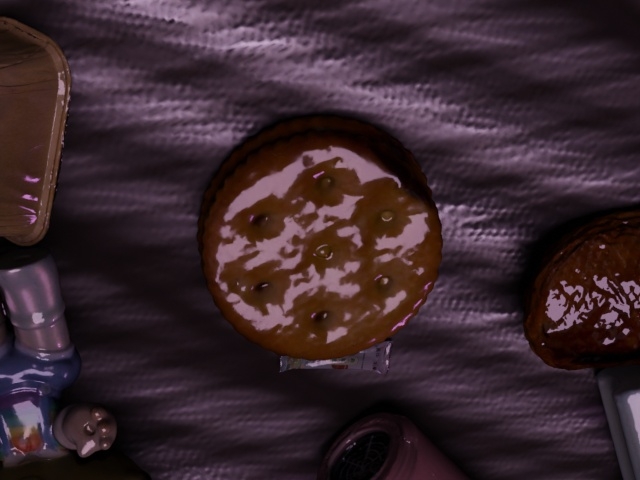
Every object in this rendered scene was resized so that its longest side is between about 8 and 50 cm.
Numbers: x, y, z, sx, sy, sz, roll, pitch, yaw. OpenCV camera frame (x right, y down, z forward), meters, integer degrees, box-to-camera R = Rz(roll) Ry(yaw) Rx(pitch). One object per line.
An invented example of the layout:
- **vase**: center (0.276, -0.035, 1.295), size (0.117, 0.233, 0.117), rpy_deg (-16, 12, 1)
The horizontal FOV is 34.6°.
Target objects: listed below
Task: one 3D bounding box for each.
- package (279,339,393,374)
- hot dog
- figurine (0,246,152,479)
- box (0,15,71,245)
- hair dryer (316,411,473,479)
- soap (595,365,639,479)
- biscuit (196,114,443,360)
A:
- **package**: center (0.015, 0.110, 0.981), size (0.110, 0.015, 0.037), rpy_deg (3, 109, -13)
- **hot dog**: center (0.295, 0.054, 0.957), size (0.227, 0.099, 0.160), rpy_deg (-2, 115, -7)
- **figurine**: center (-0.225, 0.188, 0.882), size (0.225, 0.205, 0.381), rpy_deg (4, 105, -14)
- **box**: center (-0.251, -0.082, 0.800), size (0.111, 0.111, 0.177), rpy_deg (10, 113, -14)
- **hair dryer**: center (0.012, 0.340, 1.041), size (0.352, 0.125, 0.210), rpy_deg (-36, 115, 15)
- **soap**: center (0.391, 0.240, 1.029), size (0.160, 0.087, 0.265), rpy_deg (-18, 99, 1)
- **biscuit**: center (0.000, 0.000, 0.899), size (0.221, 0.066, 0.220), rpy_deg (-4, 115, -9)
